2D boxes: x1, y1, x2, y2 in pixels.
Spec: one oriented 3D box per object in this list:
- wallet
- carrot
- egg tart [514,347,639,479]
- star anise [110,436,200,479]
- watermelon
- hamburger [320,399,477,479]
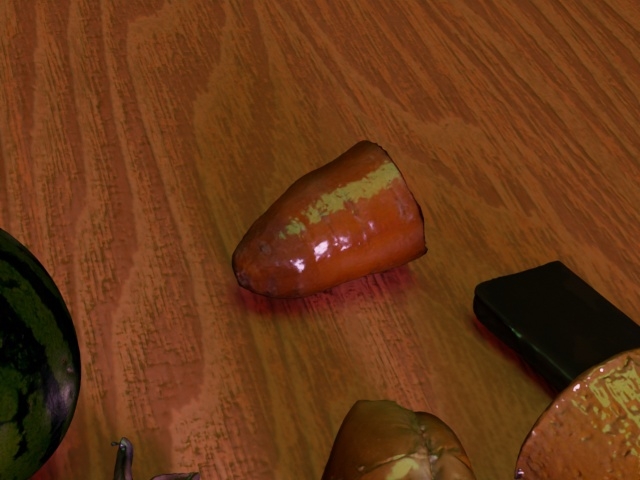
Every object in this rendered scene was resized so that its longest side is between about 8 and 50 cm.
[{"bbox_3d":[0.313,0.132,1.544,0.165,0.042,0.309,-18,45,-33],"label":"wallet"},{"bbox_3d":[0.000,0.000,1.606,0.225,0.159,0.159,-30,49,-21],"label":"carrot"},{"bbox_3d":[0.298,0.218,1.300,0.202,0.203,0.147,-13,46,-26],"label":"egg tart"},{"bbox_3d":[-0.168,0.279,1.253,0.171,0.063,0.208,25,36,15],"label":"star anise"},{"bbox_3d":[-0.369,0.110,1.271,0.285,0.285,0.285,5,37,-4],"label":"watermelon"},{"bbox_3d":[0.074,0.243,1.260,0.144,0.157,0.283,-2,40,-12],"label":"hamburger"}]
